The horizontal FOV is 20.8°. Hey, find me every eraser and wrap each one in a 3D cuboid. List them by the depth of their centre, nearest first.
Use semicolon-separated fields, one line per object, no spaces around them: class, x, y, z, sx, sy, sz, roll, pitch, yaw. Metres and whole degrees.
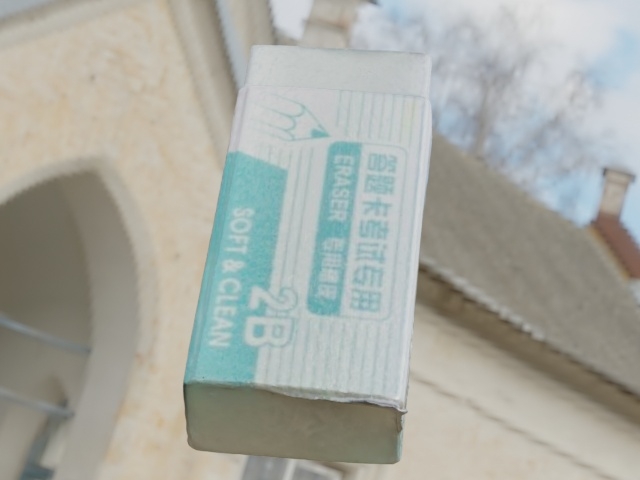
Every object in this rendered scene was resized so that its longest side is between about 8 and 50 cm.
eraser;0.000;0.000;0.805;0.096;0.225;0.052;3;-43;5
